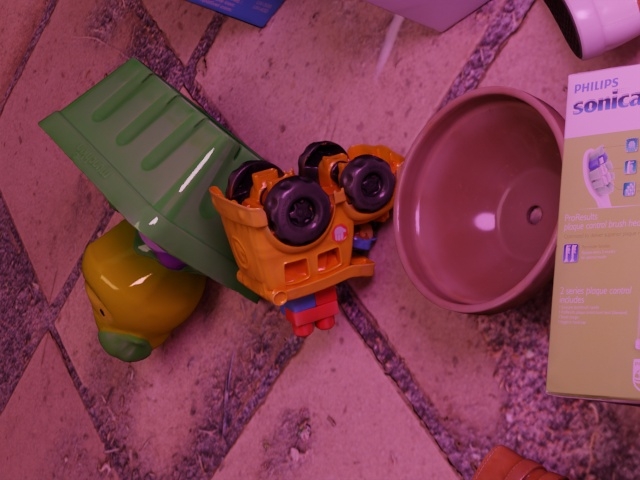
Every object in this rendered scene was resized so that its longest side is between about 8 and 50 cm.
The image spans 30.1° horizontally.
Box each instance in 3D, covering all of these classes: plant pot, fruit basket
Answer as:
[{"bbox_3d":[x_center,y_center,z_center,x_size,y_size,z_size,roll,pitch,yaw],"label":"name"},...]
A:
[{"bbox_3d":[0.197,-0.035,1.252,0.237,0.110,0.237,-15,70,47],"label":"plant pot"},{"bbox_3d":[-0.245,-0.016,1.654,0.392,0.283,0.392,-20,54,30],"label":"fruit basket"}]

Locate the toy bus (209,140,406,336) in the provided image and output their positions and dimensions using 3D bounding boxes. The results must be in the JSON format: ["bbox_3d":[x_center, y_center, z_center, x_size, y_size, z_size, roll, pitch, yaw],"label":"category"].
[{"bbox_3d":[0.000,0.000,1.434,0.149,0.220,0.211,24,129,60],"label":"toy bus"}]

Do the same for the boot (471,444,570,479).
[{"bbox_3d":[0.249,0.260,1.142,0.220,0.109,0.283,45,121,49],"label":"boot"}]

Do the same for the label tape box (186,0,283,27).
[{"bbox_3d":[-0.188,-0.395,1.668,0.348,0.249,0.115,40,110,46],"label":"label tape box"}]

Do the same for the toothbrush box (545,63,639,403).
[{"bbox_3d":[0.314,0.007,1.037,0.122,0.206,0.283,-2,80,49],"label":"toothbrush box"}]

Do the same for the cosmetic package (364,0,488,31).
[{"bbox_3d":[0.091,-0.393,1.372,0.138,0.224,0.224,-29,60,41],"label":"cosmetic package"}]

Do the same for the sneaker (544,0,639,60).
[{"bbox_3d":[0.284,-0.306,1.256,0.123,0.106,0.290,-20,50,6],"label":"sneaker"}]
